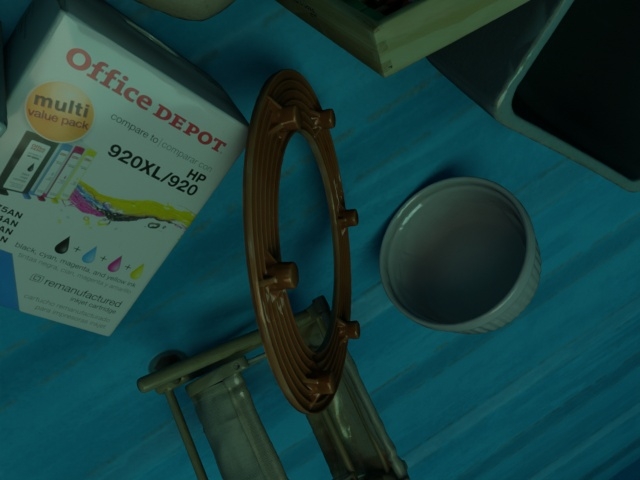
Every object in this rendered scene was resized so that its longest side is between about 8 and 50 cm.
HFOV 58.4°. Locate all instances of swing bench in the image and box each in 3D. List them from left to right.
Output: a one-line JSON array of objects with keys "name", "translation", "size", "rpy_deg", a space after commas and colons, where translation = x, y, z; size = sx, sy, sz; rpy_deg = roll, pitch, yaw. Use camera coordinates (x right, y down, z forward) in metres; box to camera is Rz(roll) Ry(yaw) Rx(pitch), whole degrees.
[{"name": "swing bench", "translation": [-0.057, 0.242, 0.729], "size": [0.254, 0.253, 0.165], "rpy_deg": [-22, 169, -14]}]

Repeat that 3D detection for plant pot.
[{"name": "plant pot", "translation": [0.234, -0.235, 0.559], "size": [0.247, 0.252, 0.247], "rpy_deg": [15, 114, -35]}]

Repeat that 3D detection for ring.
[{"name": "ring", "translation": [0.000, 0.000, 0.574], "size": [0.032, 0.337, 0.337], "rpy_deg": [-4, 133, 15]}]

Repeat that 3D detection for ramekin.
[{"name": "ramekin", "translation": [0.194, 0.028, 0.770], "size": [0.207, 0.207, 0.109], "rpy_deg": [-48, 140, 10]}]

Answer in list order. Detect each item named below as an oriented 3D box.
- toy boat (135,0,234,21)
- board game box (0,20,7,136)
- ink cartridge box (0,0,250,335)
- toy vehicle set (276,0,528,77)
[{"name": "toy boat", "translation": [-0.055, -0.306, 0.421], "size": [0.318, 0.148, 0.268], "rpy_deg": [-10, 106, -15]}, {"name": "board game box", "translation": [-0.357, -0.041, 0.404], "size": [0.303, 0.224, 0.097], "rpy_deg": [-47, 132, 9]}, {"name": "ink cartridge box", "translation": [-0.207, -0.073, 0.497], "size": [0.171, 0.168, 0.233], "rpy_deg": [28, 106, -38]}, {"name": "toy vehicle set", "translation": [0.053, -0.228, 0.459], "size": [0.165, 0.267, 0.035], "rpy_deg": [-30, 133, -7]}]
